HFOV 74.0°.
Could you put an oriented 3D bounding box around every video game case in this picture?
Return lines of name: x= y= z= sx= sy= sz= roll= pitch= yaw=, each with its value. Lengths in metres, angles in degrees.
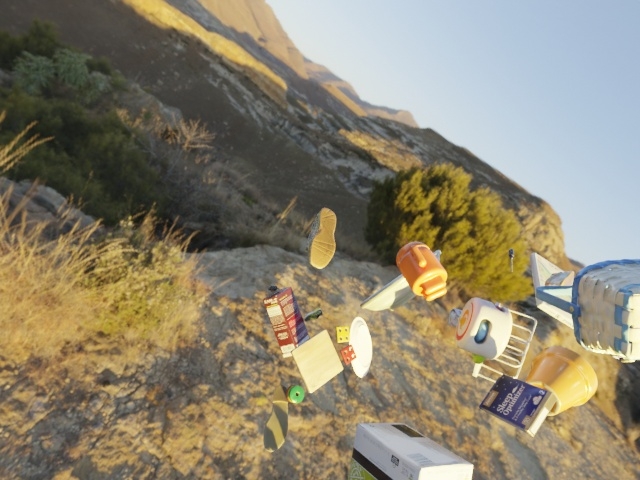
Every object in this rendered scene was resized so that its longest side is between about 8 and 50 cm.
video game case: x=1.045 y=0.234 z=1.830 sx=0.299 sy=0.036 sz=0.329 roll=31 pitch=42 yaw=-6

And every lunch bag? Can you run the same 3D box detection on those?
lunch bag: x=0.655 y=0.370 z=2.032 sx=0.071 sy=0.083 sz=0.053 roll=20 pitch=-18 yaw=-33

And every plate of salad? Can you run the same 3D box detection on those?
plate of salad: x=0.128 y=0.359 z=1.437 sx=0.200 sy=0.048 sz=0.200 roll=33 pitch=52 yaw=-57

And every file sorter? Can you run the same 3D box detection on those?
file sorter: x=0.775 y=0.449 z=1.793 sx=0.173 sy=0.278 sz=0.193 roll=19 pitch=37 yaw=29

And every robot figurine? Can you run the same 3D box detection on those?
robot figurine: x=0.333 y=0.095 z=1.417 sx=0.158 sy=0.128 sz=0.219 roll=14 pitch=36 yaw=-37

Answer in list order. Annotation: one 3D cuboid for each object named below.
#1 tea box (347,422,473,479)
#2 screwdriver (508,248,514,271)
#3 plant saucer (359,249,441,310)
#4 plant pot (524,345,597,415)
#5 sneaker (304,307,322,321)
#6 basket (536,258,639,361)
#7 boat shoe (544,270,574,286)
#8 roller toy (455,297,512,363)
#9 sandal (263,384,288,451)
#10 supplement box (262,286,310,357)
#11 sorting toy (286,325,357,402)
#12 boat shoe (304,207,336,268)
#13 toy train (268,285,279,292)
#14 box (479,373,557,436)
tea box: x=0.264 y=0.803 z=1.351 sx=0.219 sy=0.324 sz=0.329 roll=12 pitch=-5 yaw=-28
screwdriver: x=0.827 y=0.089 z=1.831 sx=0.025 sy=0.024 sz=0.170 roll=30 pitch=38 yaw=-4
plant saucer: x=0.350 y=0.190 z=1.752 sx=0.101 sy=0.400 sz=0.400 roll=55 pitch=17 yaw=10
plant pot: x=0.810 y=0.502 z=1.475 sx=0.187 sy=0.205 sz=0.205 roll=-21 pitch=55 yaw=-33
sneaker: x=-0.028 y=0.307 z=1.724 sx=0.035 sy=0.083 sz=0.031 roll=56 pitch=6 yaw=32
basket: x=0.635 y=0.137 z=0.893 sx=0.254 sy=0.201 sz=0.289 roll=-4 pitch=10 yaw=4
boat shoe: x=0.736 y=0.122 z=1.308 sx=0.059 sy=0.063 sz=0.170 roll=12 pitch=10 yaw=40
roller toy: x=0.559 y=0.300 z=1.481 sx=0.146 sy=0.191 sz=0.209 roll=21 pitch=49 yaw=6
sandal: x=-0.167 y=0.690 z=1.639 sx=0.088 sy=0.079 sz=0.240 roll=10 pitch=55 yaw=-4
supplement box: x=-0.129 y=0.315 z=1.657 sx=0.130 sy=0.073 sz=0.240 roll=-23 pitch=94 yaw=-65
sorting toy: x=-0.010 y=0.349 z=1.255 sx=0.274 sy=0.046 sz=0.132 roll=-26 pitch=93 yaw=-36
boat shoe: x=0.000 y=0.000 z=1.725 sx=0.104 sy=0.089 sz=0.285 roll=29 pitch=51 yaw=-19
toy train: x=-0.216 y=0.231 z=1.986 sx=0.036 sy=0.027 sz=0.158 roll=48 pitch=-16 yaw=-6
box: x=0.594 y=0.496 z=1.314 sx=0.036 sy=0.136 sz=0.225 roll=46 pitch=-15 yaw=-14
